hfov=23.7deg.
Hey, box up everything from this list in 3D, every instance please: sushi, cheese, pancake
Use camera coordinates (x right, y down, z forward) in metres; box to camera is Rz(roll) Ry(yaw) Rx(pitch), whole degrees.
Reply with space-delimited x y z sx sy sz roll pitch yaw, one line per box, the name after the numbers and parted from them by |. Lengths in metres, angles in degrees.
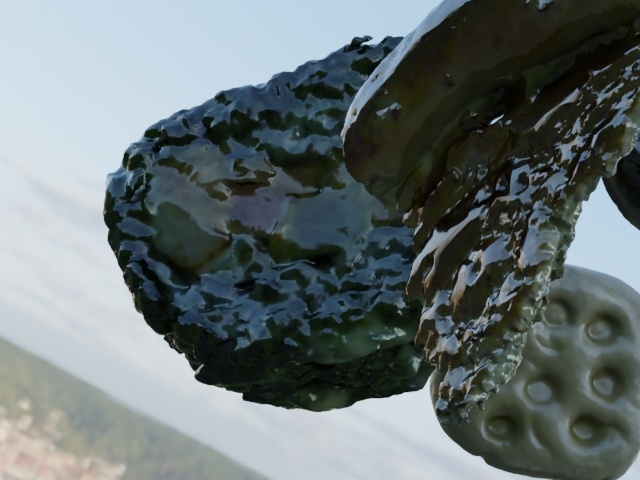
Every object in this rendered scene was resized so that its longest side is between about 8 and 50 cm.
0.000 0.000 1.354 0.351 0.294 0.178 -18 -30 4 | sushi
0.223 0.136 1.475 0.117 0.235 0.218 91 -24 -83 | cheese
0.090 -0.036 0.725 0.057 0.245 0.266 23 -22 -28 | pancake

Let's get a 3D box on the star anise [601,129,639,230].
0.193 -0.111 0.965 0.198 0.258 0.110 21 -29 -29 | star anise
